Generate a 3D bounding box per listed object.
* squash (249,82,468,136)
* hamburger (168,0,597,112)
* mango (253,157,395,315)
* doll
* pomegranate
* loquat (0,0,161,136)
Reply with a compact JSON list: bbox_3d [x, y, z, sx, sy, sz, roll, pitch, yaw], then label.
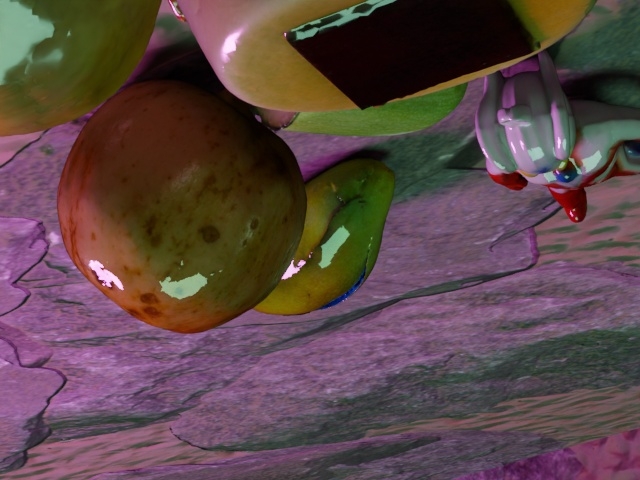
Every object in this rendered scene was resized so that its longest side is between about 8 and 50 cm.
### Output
[{"bbox_3d":[0.038,-0.133,1.507,0.187,0.123,0.123,5,157,-35],"label":"squash"},{"bbox_3d":[0.038,-0.200,1.225,0.302,0.170,0.302,-12,164,-4],"label":"hamburger"},{"bbox_3d":[0.000,0.000,1.908,0.125,0.111,0.233,-10,155,-46],"label":"mango"},{"bbox_3d":[0.239,-0.085,1.800,0.188,0.099,0.384,-17,164,23],"label":"doll"},{"bbox_3d":[-0.106,-0.033,1.600,0.215,0.215,0.215,-8,162,-3],"label":"pomegranate"},{"bbox_3d":[-0.204,-0.168,1.140,0.238,0.193,0.238,24,158,10],"label":"loquat"}]
